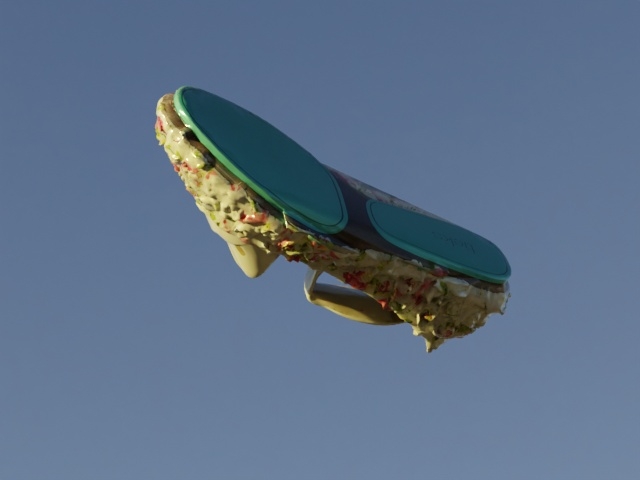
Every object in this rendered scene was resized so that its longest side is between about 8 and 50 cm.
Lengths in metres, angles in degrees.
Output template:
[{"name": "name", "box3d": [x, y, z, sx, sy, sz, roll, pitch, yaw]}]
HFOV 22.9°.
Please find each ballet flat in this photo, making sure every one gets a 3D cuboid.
[{"name": "ballet flat", "box3d": [0.000, 0.000, 0.889, 0.241, 0.091, 0.077, 28, -60, -20]}]
